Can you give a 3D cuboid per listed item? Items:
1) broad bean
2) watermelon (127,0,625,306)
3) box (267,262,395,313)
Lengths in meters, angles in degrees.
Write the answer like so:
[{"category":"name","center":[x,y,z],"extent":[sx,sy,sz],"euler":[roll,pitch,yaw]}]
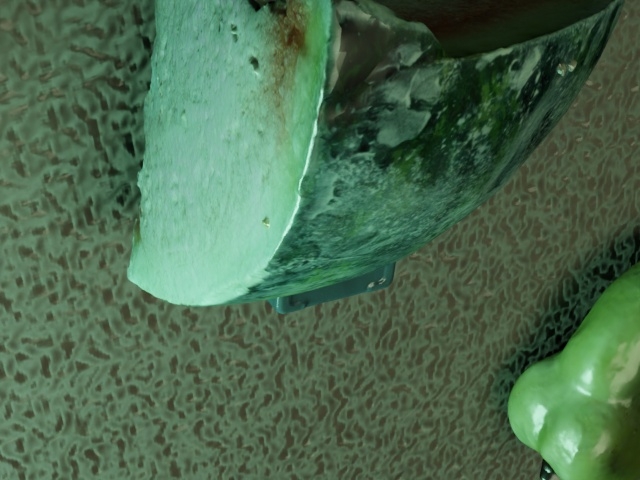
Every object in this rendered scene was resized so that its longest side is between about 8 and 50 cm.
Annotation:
[{"category":"broad bean","center":[0.235,0.091,1.222],"extent":[0.228,0.100,0.169],"euler":[-53,142,11]},{"category":"watermelon","center":[0.024,-0.107,0.842],"extent":[0.290,0.213,0.320],"euler":[-34,170,-19]},{"category":"box","center":[0.000,0.000,1.012],"extent":[0.099,0.054,0.074],"euler":[-14,130,-24]}]
